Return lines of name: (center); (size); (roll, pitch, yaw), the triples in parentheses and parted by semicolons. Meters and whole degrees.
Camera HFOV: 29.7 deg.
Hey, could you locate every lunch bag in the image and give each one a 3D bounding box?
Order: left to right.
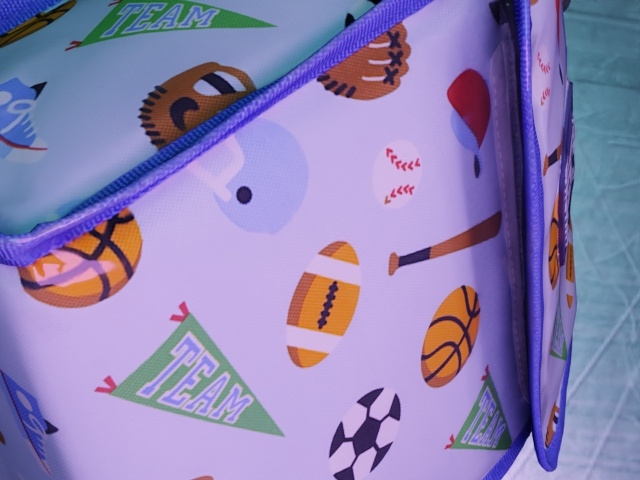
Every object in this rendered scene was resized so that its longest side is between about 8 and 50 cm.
lunch bag: (0.000, 0.000, 0.622); (0.385, 0.328, 0.239); (-36, 43, -30)

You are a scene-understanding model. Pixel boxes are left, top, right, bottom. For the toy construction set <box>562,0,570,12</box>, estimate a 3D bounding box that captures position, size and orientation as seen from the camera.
toy construction set: (0.063, -0.228, 0.782); (0.327, 0.151, 0.215); (-17, 96, -6)
